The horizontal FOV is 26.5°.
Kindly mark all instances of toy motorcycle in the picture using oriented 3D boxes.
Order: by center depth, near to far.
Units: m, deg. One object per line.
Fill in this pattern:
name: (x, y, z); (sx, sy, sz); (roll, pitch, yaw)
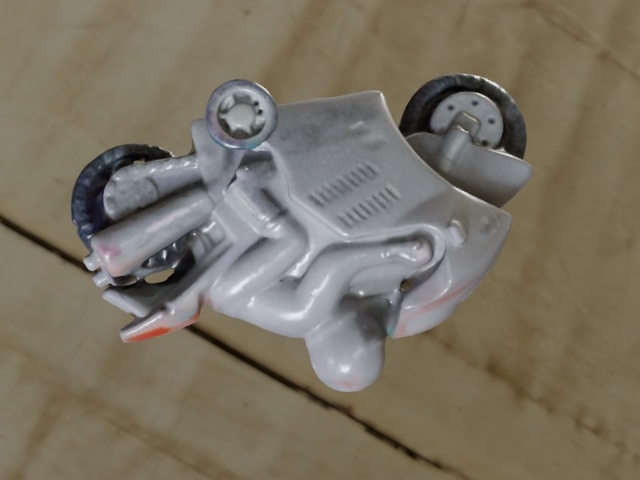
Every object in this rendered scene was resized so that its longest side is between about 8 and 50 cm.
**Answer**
toy motorcycle: (0.000, 0.000, 0.749); (0.110, 0.260, 0.170); (107, -30, -75)
